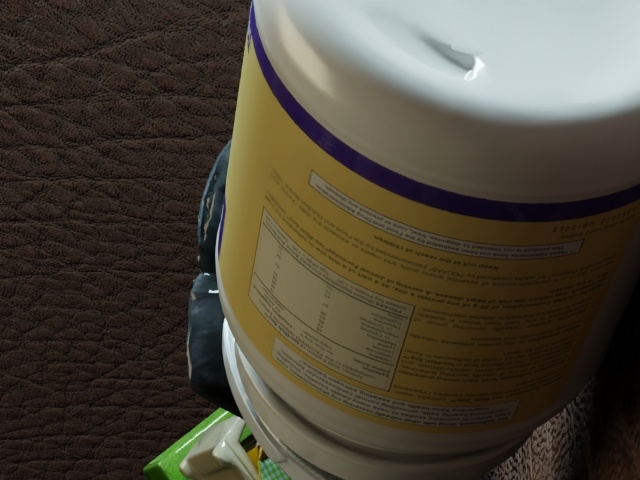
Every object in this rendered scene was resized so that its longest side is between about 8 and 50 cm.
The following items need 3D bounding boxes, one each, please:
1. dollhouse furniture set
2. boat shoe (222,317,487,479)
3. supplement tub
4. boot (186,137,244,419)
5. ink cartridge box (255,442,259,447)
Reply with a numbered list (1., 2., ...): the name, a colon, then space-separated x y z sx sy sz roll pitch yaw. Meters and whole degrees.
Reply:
1. dollhouse furniture set: -0.018 0.226 1.506 0.197 0.151 0.301 54 160 0
2. boat shoe: 0.041 0.154 1.068 0.302 0.109 0.094 48 157 23
3. supplement tub: 0.068 -0.031 0.936 0.331 0.241 0.241 103 171 -51
4. boot: 0.001 0.002 1.382 0.445 0.146 0.367 43 -144 -66
5. ink cartridge box: -0.025 0.342 2.200 0.175 0.127 0.072 -93 13 -56
